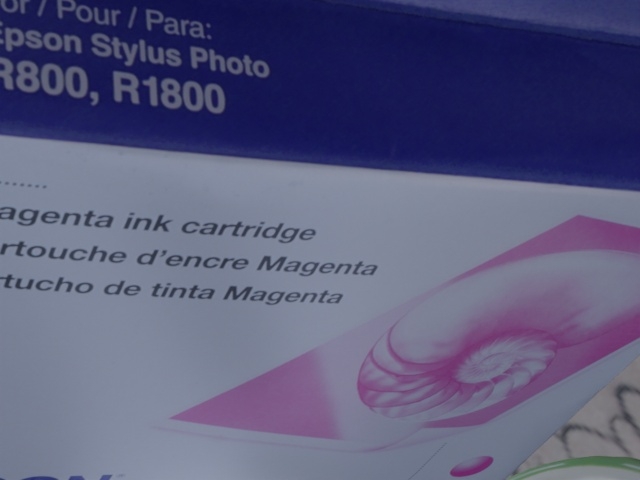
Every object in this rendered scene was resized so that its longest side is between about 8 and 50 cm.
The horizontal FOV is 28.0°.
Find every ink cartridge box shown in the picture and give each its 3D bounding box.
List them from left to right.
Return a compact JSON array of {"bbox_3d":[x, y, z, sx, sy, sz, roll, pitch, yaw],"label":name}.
[{"bbox_3d":[0.000,0.000,0.462,0.330,0.324,0.071,123,141,-47],"label":"ink cartridge box"}]

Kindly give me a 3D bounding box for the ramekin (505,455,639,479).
[{"bbox_3d":[0.192,0.280,0.800,0.303,0.303,0.148,34,-179,38],"label":"ramekin"}]
